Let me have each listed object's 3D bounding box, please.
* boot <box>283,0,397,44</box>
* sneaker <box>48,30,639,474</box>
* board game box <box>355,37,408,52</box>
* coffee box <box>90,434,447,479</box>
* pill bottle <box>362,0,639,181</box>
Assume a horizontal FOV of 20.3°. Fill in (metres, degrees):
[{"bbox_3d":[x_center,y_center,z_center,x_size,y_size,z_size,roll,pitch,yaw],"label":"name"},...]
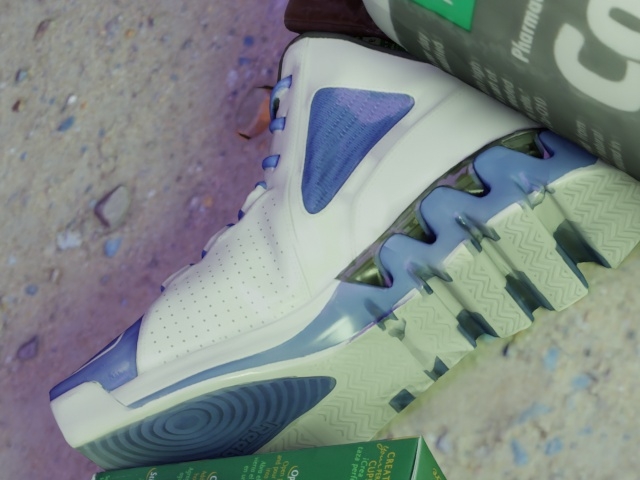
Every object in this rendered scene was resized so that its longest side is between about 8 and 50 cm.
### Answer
[{"bbox_3d":[0.044,-0.148,1.012,0.106,0.037,0.114,-40,30,-27],"label":"boot"},{"bbox_3d":[0.001,-0.001,0.953,0.315,0.127,0.182,-31,51,4],"label":"sneaker"},{"bbox_3d":[0.077,-0.211,1.064,0.136,0.030,0.260,-1,66,27],"label":"board game box"},{"bbox_3d":[-0.015,0.153,0.879,0.184,0.113,0.040,-11,40,26],"label":"coffee box"},{"bbox_3d":[0.146,-0.145,0.835,0.361,0.204,0.204,32,84,23],"label":"pill bottle"}]
